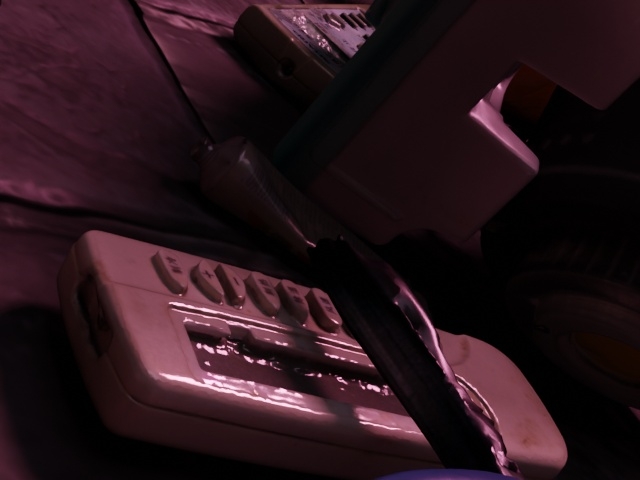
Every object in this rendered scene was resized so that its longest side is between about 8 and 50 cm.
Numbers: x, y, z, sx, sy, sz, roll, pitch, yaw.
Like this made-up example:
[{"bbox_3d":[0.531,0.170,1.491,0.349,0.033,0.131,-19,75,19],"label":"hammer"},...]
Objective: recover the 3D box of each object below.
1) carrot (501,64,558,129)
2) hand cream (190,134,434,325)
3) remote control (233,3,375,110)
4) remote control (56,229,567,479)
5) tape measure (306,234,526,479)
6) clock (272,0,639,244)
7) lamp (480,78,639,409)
[{"bbox_3d":[0.236,-0.195,1.178,0.341,0.224,0.224,19,30,-39],"label":"carrot"},{"bbox_3d":[0.000,0.000,0.695,0.165,0.037,0.057,38,20,-23],"label":"hand cream"},{"bbox_3d":[0.024,-0.129,0.965,0.098,0.038,0.233,43,23,11],"label":"remote control"},{"bbox_3d":[0.002,0.060,0.544,0.230,0.049,0.090,19,30,-37],"label":"remote control"},{"bbox_3d":[0.027,0.109,0.378,0.215,0.098,0.351,10,42,-47],"label":"tape measure"},{"bbox_3d":[0.111,-0.138,0.758,0.116,0.262,0.231,38,37,-8],"label":"clock"},{"bbox_3d":[0.227,-0.038,0.772,0.205,0.374,0.272,35,49,-15],"label":"lamp"}]
